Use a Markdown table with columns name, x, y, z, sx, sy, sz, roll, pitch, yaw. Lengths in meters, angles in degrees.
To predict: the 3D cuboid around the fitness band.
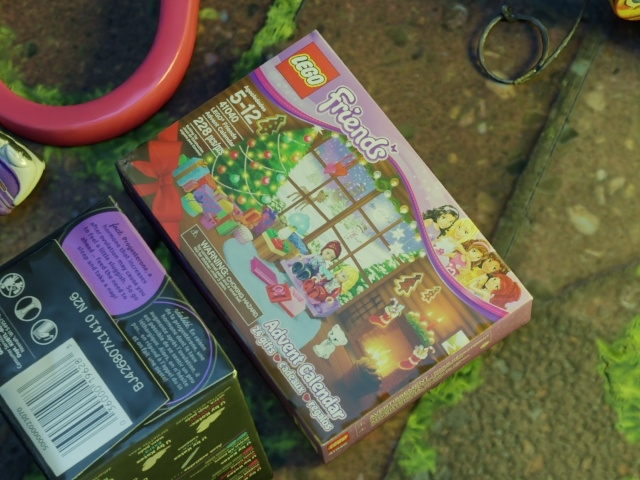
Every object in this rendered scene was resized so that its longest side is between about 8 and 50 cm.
| name | x | y | z | sx | sy | sz | roll | pitch | yaw |
| --- | --- | --- | --- | --- | --- | --- | --- | --- | --- |
| fitness band | -0.206 | -0.219 | 1.610 | 0.209 | 0.054 | 0.291 | 2 | 70 | 2 |

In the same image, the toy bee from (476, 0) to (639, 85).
| name | x | y | z | sx | sy | sz | roll | pitch | yaw |
| --- | --- | --- | --- | --- | --- | --- | --- | --- | --- |
| toy bee | 0.287 | -0.212 | 1.509 | 0.298 | 0.162 | 0.195 | -38 | 73 | -10 |

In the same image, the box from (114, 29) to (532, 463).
| name | x | y | z | sx | sy | sz | roll | pitch | yaw |
| --- | --- | --- | --- | --- | --- | --- | --- | --- | --- |
| box | 0.000 | 0.000 | 1.501 | 0.201 | 0.057 | 0.293 | -34 | 70 | -10 |

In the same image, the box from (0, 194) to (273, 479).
| name | x | y | z | sx | sy | sz | roll | pitch | yaw |
| --- | --- | --- | --- | --- | --- | --- | --- | --- | --- |
| box | -0.145 | 0.112 | 1.354 | 0.143 | 0.270 | 0.165 | -34 | 70 | -9 |

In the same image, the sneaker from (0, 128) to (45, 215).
| name | x | y | z | sx | sy | sz | roll | pitch | yaw |
| --- | --- | --- | --- | --- | --- | --- | --- | --- | --- |
| sneaker | -0.306 | -0.080 | 1.556 | 0.170 | 0.068 | 0.071 | 36 | 94 | 23 |
